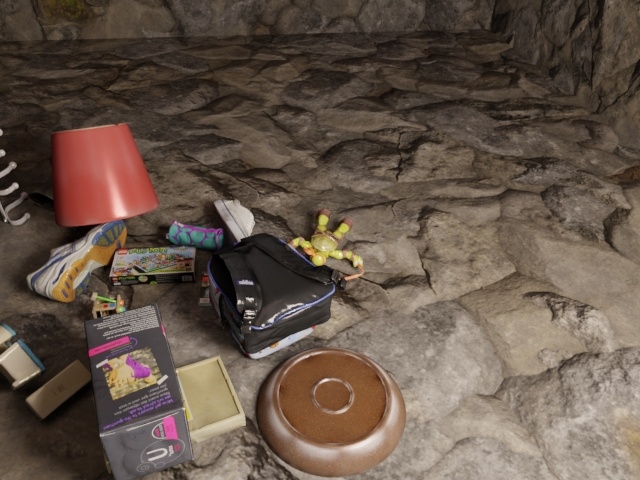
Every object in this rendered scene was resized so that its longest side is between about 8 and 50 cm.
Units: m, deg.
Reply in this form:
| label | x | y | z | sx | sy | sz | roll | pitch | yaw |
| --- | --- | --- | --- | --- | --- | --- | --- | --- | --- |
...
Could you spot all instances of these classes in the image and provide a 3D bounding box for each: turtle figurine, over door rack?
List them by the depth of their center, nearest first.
| label | x | y | z | sx | sy | sz | roll | pitch | yaw |
| --- | --- | --- | --- | --- | --- | --- | --- | --- | --- |
| turtle figurine | 0.000 | 0.000 | 1.524 | 0.270 | 0.087 | 0.217 | 11 | 39 | 9 |
| over door rack | -0.950 | -0.219 | 1.611 | 0.324 | 0.239 | 0.108 | 34 | 50 | 32 |

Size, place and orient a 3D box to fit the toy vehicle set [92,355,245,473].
| label | x | y | z | sx | sy | sz | roll | pitch | yaw |
| --- | --- | --- | --- | --- | --- | --- | --- | --- | --- |
| toy vehicle set | -0.304 | 0.340 | 1.122 | 0.267 | 0.035 | 0.166 | -14 | 42 | -20 |

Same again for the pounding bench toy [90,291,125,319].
| label | x | y | z | sx | sy | sz | roll | pitch | yaw |
| --- | --- | --- | --- | --- | --- | --- | --- | --- | --- |
| pounding bench toy | -0.494 | 0.153 | 1.304 | 0.065 | 0.083 | 0.052 | -6 | 40 | -10 |

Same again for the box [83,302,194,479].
| label | x | y | z | sx | sy | sz | roll | pitch | yaw |
| --- | --- | --- | --- | --- | --- | --- | --- | --- | --- |
| box | -0.339 | 0.275 | 1.039 | 0.144 | 0.165 | 0.270 | -13 | 42 | -19 |

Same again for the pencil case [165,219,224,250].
| label | x | y | z | sx | sy | sz | roll | pitch | yaw |
| --- | --- | --- | --- | --- | --- | --- | --- | --- | --- |
| pencil case | -0.340 | -0.014 | 1.532 | 0.152 | 0.070 | 0.064 | 9 | 42 | 8 |

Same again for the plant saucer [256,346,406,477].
| label | x | y | z | sx | sy | sz | roll | pitch | yaw |
| --- | --- | --- | --- | --- | --- | --- | --- | --- | --- |
| plant saucer | 0.024 | 0.329 | 1.151 | 0.311 | 0.050 | 0.310 | 2 | 40 | -2 |

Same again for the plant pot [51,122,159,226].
| label | x | y | z | sx | sy | sz | roll | pitch | yaw |
| --- | --- | --- | --- | --- | --- | --- | --- | --- | --- |
| plant pot | -0.601 | -0.187 | 1.523 | 0.275 | 0.242 | 0.275 | -8 | 13 | 2 |

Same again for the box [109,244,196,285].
| label | x | y | z | sx | sy | sz | roll | pitch | yaw |
| --- | --- | --- | --- | --- | --- | --- | --- | --- | --- |
| box | -0.431 | 0.064 | 1.457 | 0.207 | 0.036 | 0.114 | -3 | 39 | -8 |

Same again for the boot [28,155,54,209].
| label | x | y | z | sx | sy | sz | roll | pitch | yaw |
| --- | --- | --- | --- | --- | --- | --- | --- | --- | --- |
| boot | -0.816 | -0.183 | 1.722 | 0.190 | 0.076 | 0.208 | 15 | 47 | 17 |

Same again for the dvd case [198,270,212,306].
| label | x | y | z | sx | sy | sz | roll | pitch | yaw |
| --- | --- | --- | --- | --- | --- | --- | --- | --- | --- |
| dvd case | -0.260 | 0.121 | 1.417 | 0.087 | 0.013 | 0.119 | 0 | 38 | -4 |

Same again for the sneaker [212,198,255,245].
| label | x | y | z | sx | sy | sz | roll | pitch | yaw |
| --- | --- | --- | --- | --- | --- | --- | --- | --- | --- |
| sneaker | -0.227 | -0.048 | 1.563 | 0.091 | 0.094 | 0.258 | -18 | 42 | -17 |

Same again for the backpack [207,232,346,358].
| label | x | y | z | sx | sy | sz | roll | pitch | yaw |
| --- | --- | --- | --- | --- | --- | --- | --- | --- | --- |
| backpack | -0.127 | 0.116 | 1.279 | 0.277 | 0.213 | 0.263 | -18 | 51 | -33 |

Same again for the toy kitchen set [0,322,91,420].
| label | x | y | z | sx | sy | sz | roll | pitch | yaw |
| --- | --- | --- | --- | --- | --- | --- | --- | --- | --- |
| toy kitchen set | -0.610 | 0.268 | 1.175 | 0.207 | 0.166 | 0.122 | 50 | 49 | -2 |

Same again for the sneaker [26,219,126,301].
| label | x | y | z | sx | sy | sz | roll | pitch | yaw |
| --- | --- | --- | --- | --- | --- | --- | --- | --- | --- |
| sneaker | -0.620 | 0.030 | 1.430 | 0.131 | 0.111 | 0.296 | 10 | 36 | 16 |
